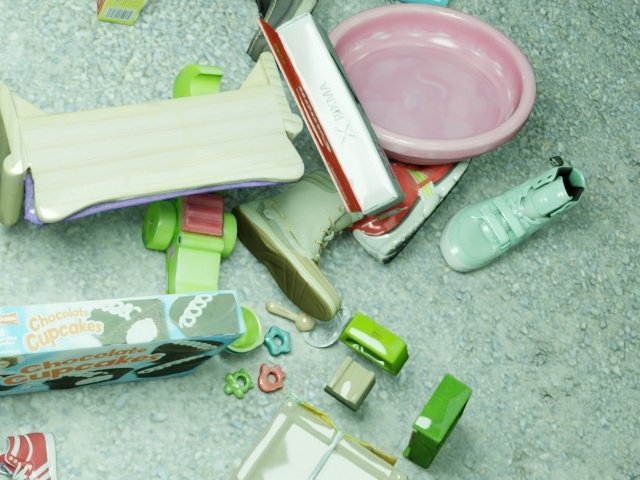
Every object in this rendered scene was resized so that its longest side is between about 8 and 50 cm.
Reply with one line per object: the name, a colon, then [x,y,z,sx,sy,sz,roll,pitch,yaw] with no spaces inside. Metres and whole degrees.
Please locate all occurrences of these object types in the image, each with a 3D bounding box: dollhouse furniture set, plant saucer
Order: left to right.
dollhouse furniture set: [0.036,0.279,1.525,0.197,0.151,0.301,33,71,11]
plant saucer: [0.156,-0.229,1.756,0.332,0.084,0.332,3,48,-4]

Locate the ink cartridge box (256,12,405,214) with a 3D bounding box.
ink cartridge box: [0.020,-0.167,1.517,0.060,0.239,0.275,-26,87,8]

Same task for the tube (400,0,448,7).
tube: [0.114,-0.432,1.914,0.207,0.052,0.080,14,57,-19]

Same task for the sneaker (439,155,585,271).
sneaker: [0.299,-0.046,1.775,0.256,0.151,0.094,-31,87,-35]

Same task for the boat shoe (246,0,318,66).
boat shoe: [-0.063,-0.398,1.758,0.130,0.132,0.355,24,48,-7]

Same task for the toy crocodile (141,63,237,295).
toy crocodile: [-0.163,-0.077,1.547,0.115,0.105,0.340,14,62,-24]

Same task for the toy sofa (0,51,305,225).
toy sofa: [-0.210,-0.101,1.403,0.362,0.150,0.177,-12,73,-23]

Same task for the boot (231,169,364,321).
boot: [0.000,0.000,1.584,0.165,0.077,0.213,-28,60,-28]

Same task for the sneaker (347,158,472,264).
sneaker: [0.132,-0.088,1.731,0.118,0.107,0.279,40,51,3]

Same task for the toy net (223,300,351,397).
toy net: [-0.039,0.130,1.560,0.232,0.045,0.122,-13,75,-34]

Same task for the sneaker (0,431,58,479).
sneaker: [-0.334,0.277,1.319,0.067,0.042,0.118,6,58,-33]

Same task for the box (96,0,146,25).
box: [-0.289,-0.430,1.651,0.058,0.087,0.232,2,68,-27]

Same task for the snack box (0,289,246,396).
snack box: [-0.270,0.123,1.339,0.322,0.187,0.060,-3,70,-31]
